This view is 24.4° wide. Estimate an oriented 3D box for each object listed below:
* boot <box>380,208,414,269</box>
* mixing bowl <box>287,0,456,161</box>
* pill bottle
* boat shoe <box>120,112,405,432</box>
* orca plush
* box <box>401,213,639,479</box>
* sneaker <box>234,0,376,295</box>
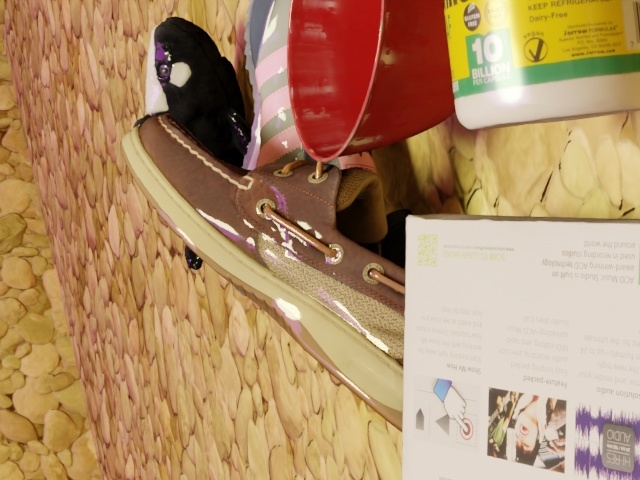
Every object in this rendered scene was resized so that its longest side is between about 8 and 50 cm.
[{"bbox_3d":[0.072,0.046,1.117,0.121,0.045,0.099,99,150,-45],"label":"boot"},{"bbox_3d":[0.051,-0.141,0.994,0.181,0.098,0.181,-178,90,-70],"label":"mixing bowl"},{"bbox_3d":[0.118,-0.167,0.770,0.117,0.118,0.208,-178,82,-72],"label":"pill bottle"},{"bbox_3d":[0.000,0.000,1.048,0.342,0.123,0.123,41,-177,28],"label":"boat shoe"},{"bbox_3d":[-0.114,-0.091,1.541,0.102,0.151,0.287,26,124,31],"label":"orca plush"},{"bbox_3d":[0.131,0.147,0.806,0.232,0.058,0.322,4,92,57],"label":"box"},{"bbox_3d":[0.008,-0.095,1.153,0.131,0.112,0.319,21,110,54],"label":"sneaker"}]
